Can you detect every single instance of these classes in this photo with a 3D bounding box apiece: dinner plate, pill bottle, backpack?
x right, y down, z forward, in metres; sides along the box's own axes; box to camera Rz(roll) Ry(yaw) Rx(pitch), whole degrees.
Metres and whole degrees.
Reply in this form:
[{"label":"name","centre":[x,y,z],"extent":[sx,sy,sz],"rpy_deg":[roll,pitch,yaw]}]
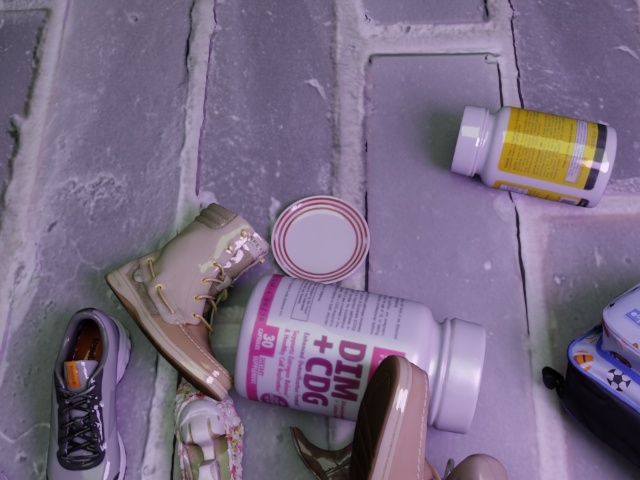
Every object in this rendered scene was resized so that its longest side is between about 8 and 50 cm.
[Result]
[{"label":"dinner plate","centre":[0.000,0.000,1.054],"extent":[0.141,0.017,0.141],"rpy_deg":[-1,65,2]},{"label":"pill bottle","centre":[0.049,0.142,0.905],"extent":[0.283,0.160,0.160],"rpy_deg":[10,66,7]},{"label":"pill bottle","centre":[0.297,-0.124,1.040],"extent":[0.208,0.119,0.119],"rpy_deg":[13,66,8]},{"label":"backpack","centre":[0.448,0.146,0.852],"extent":[0.263,0.213,0.276],"rpy_deg":[-26,48,-24]}]

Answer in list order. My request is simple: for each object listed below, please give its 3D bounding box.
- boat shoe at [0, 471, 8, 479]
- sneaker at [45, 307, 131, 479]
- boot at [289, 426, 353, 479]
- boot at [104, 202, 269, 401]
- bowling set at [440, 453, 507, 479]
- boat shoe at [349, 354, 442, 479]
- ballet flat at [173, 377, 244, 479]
[{"label":"boat shoe","centre":[-0.449,0.363,0.796],"extent":[0.118,0.103,0.320],"rpy_deg":[29,36,3]},{"label":"sneaker","centre":[-0.301,0.213,0.921],"extent":[0.100,0.108,0.271],"rpy_deg":[-4,66,-1]},{"label":"boot","centre":[0.031,0.255,0.921],"extent":[0.114,0.037,0.106],"rpy_deg":[-30,80,-7]},{"label":"boot","centre":[-0.142,0.069,0.971],"extent":[0.203,0.095,0.262],"rpy_deg":[-38,49,-16]},{"label":"bowling set","centre":[0.259,0.370,0.820],"extent":[0.200,0.154,0.287],"rpy_deg":[-5,62,-20]},{"label":"boat shoe","centre":[0.089,0.286,0.802],"extent":[0.110,0.121,0.341],"rpy_deg":[5,106,-4]},{"label":"ballet flat","centre":[-0.135,0.269,0.902],"extent":[0.091,0.077,0.241],"rpy_deg":[-14,65,-3]}]
